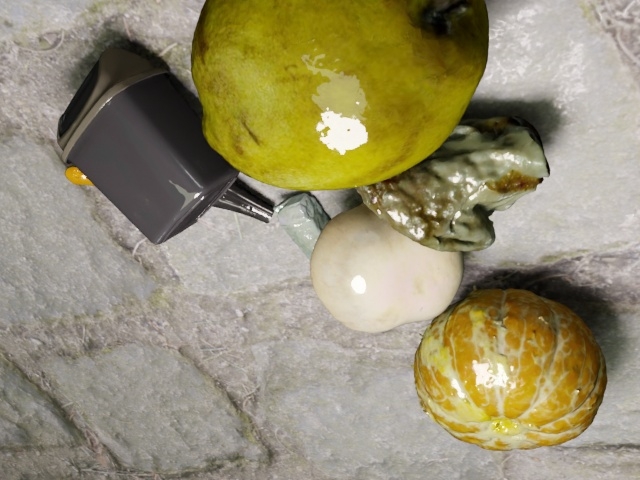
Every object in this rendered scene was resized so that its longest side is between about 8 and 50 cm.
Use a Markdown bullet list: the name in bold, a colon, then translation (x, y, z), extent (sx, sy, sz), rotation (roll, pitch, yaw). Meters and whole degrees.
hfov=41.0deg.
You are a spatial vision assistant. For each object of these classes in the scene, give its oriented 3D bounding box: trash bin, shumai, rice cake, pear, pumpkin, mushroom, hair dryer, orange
- **trash bin**: translation (-0.295, -0.157, 1.428), extent (0.290, 0.182, 0.209), rotation (48, 124, 2)
- **shumai**: translation (0.187, -0.122, 1.262), extent (0.272, 0.222, 0.203), rotation (12, 130, -21)
- **rice cake**: translation (0.000, 0.000, 1.562), extent (0.069, 0.063, 0.206), rotation (-22, 121, 33)
- **pear**: translation (0.020, -0.241, 1.122), extent (0.413, 0.352, 0.352), rotation (-15, 124, 33)
- **pumpkin**: translation (-0.456, -0.131, 1.678), extent (0.083, 0.028, 0.050), rotation (14, 139, 0)
- **mushroom**: translation (0.104, 0.030, 1.454), extent (0.260, 0.254, 0.234), rotation (33, -177, -29)
- **hair dryer**: translation (-0.144, -0.136, 1.507), extent (0.195, 0.075, 0.219), rotation (25, 131, -9)
- **orange**: translation (0.324, 0.220, 1.474), extent (0.329, 0.249, 0.329), rotation (3, 146, 2)
